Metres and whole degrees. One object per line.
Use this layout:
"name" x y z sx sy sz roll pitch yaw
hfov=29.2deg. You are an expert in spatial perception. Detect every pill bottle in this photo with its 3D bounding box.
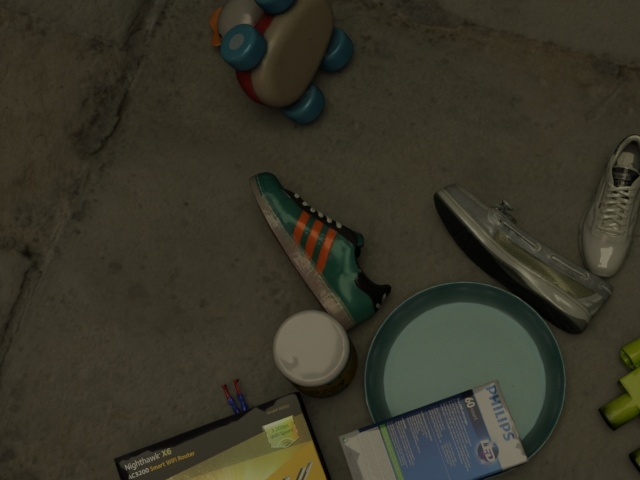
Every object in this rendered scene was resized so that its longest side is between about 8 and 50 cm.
"pill bottle" -0.003 0.183 1.911 0.118 0.208 0.117 -2 75 6

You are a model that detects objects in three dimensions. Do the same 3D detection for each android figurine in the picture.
"android figurine" 0.579 0.243 1.906 0.273 0.056 0.248 -33 74 -2

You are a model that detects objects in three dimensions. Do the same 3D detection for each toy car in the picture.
"toy car" -0.111 -0.340 2.091 0.238 0.219 0.210 20 78 41

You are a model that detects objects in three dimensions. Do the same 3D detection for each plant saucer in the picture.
"plant saucer" 0.229 0.224 1.960 0.318 0.044 0.317 -1 76 6

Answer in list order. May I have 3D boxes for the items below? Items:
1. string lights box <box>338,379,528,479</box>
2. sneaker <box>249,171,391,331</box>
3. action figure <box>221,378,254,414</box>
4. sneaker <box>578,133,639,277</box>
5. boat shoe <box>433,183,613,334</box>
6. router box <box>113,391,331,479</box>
"string lights box" 0.172 0.321 1.880 0.260 0.077 0.133 -19 75 2
"sneaker" 0.000 0.000 2.016 0.121 0.108 0.302 -34 83 -3
"action figure" -0.125 0.284 1.994 0.038 0.030 0.115 -23 79 6
"sneaker" 0.473 -0.057 1.976 0.090 0.095 0.235 13 79 8
"boat shoe" 0.318 0.014 1.969 0.320 0.118 0.103 40 78 10
"router box" -0.136 0.401 1.924 0.309 0.081 0.243 -21 82 1
